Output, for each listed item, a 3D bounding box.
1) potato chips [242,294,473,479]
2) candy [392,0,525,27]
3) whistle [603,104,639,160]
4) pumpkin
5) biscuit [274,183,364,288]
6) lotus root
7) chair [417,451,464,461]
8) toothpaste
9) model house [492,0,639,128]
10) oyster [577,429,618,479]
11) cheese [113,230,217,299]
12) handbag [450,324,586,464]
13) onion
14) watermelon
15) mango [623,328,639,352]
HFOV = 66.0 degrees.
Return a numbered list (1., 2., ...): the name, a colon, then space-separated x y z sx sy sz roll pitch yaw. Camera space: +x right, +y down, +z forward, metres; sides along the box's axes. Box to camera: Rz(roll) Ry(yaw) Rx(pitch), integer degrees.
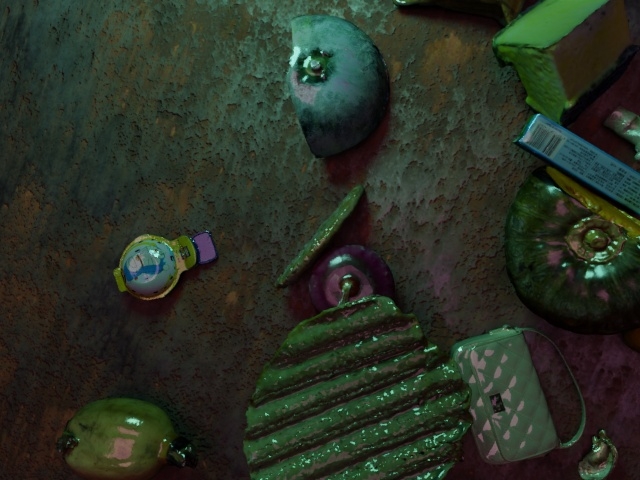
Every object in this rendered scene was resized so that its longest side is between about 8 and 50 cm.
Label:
1. potato chips: 0.045 0.304 0.872 0.429 0.070 0.358 -27 78 8
2. candy: 0.286 -0.524 1.000 0.271 0.101 0.143 23 99 21
3. whistle: 0.643 -0.159 0.905 0.258 0.067 0.126 42 103 17
4. pumpkin: 0.463 0.037 0.881 0.325 0.242 0.232 51 128 30
5. biscuit: 0.001 0.001 1.024 0.038 0.141 0.289 40 95 -4
6. lotus root: -0.416 0.448 1.094 0.310 0.183 0.182 2 88 12
7. chair: 0.135 0.336 0.962 0.247 0.159 0.172 -14 81 12
8. toothpaste: 0.493 -0.140 0.917 0.267 0.050 0.065 31 101 1
9. model house: 0.467 -0.336 0.926 0.194 0.170 0.211 -42 121 -4
10. oyster: 0.523 0.409 0.932 0.083 0.038 0.080 -41 50 37
11. cheese: -0.366 0.048 1.154 0.250 0.064 0.156 -22 83 0
12. handbag: 0.381 0.291 0.945 0.219 0.079 0.256 -17 85 9
13. onion: 0.063 0.095 0.999 0.177 0.153 0.177 -1 55 1
14. watermelon: 0.036 -0.349 1.013 0.188 0.175 0.321 -13 85 14
15. mango: 0.626 0.136 0.880 0.115 0.089 0.164 22 95 17
